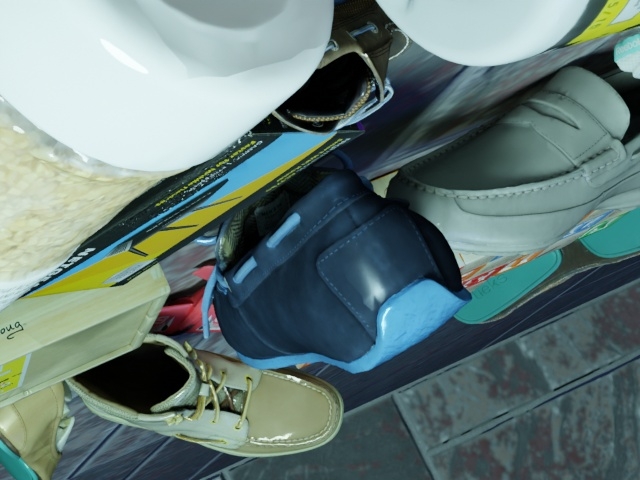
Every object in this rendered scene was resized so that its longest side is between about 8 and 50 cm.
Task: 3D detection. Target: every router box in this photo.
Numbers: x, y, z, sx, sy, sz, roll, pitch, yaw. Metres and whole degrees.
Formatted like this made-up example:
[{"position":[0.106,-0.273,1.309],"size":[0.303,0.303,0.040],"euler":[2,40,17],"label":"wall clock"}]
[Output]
[{"position":[-0.081,-0.030,1.030],"size":[0.179,0.046,0.133],"euler":[-31,170,25],"label":"router box"}]

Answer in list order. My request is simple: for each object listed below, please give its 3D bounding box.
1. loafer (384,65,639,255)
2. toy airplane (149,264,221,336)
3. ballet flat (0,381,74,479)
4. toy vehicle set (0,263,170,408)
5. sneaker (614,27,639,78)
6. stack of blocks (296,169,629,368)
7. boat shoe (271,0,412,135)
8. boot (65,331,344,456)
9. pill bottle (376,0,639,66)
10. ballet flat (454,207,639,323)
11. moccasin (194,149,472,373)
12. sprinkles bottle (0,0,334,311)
[{"position":[0.164,-0.068,1.367],"size":[0.319,0.112,0.111],"euler":[-19,126,-46],"label":"loafer"},{"position":[-0.091,0.047,1.466],"size":[0.151,0.028,0.151],"euler":[-10,164,-3],"label":"toy airplane"},{"position":[-0.222,0.143,1.517],"size":[0.073,0.080,0.232],"euler":[-39,175,-13],"label":"ballet flat"},{"position":[-0.235,0.089,1.293],"size":[0.267,0.035,0.166],"euler":[-23,170,-19],"label":"toy vehicle set"},{"position":[0.237,-0.136,1.266],"size":[0.094,0.080,0.212],"euler":[-15,172,2],"label":"sneaker"},{"position":[0.113,-0.013,1.532],"size":[0.297,0.087,0.171],"euler":[-22,170,-25],"label":"stack of blocks"},{"position":[-0.003,-0.083,0.893],"size":[0.066,0.066,0.183],"euler":[-31,170,27],"label":"boat shoe"},{"position":[-0.088,0.116,1.488],"size":[0.213,0.077,0.165],"euler":[9,170,1],"label":"boot"},{"position":[0.120,-0.142,0.746],"size":[0.208,0.119,0.119],"euler":[-19,168,-39],"label":"pill bottle"},{"position":[0.247,-0.023,1.885],"size":[0.316,0.107,0.106],"euler":[-26,-168,29],"label":"ballet flat"},{"position":[0.000,0.000,1.186],"size":[0.138,0.117,0.342],"euler":[-35,-172,-18],"label":"moccasin"},{"position":[-0.150,-0.018,0.676],"size":[0.355,0.121,0.121],"euler":[-34,168,40],"label":"sprinkles bottle"}]
